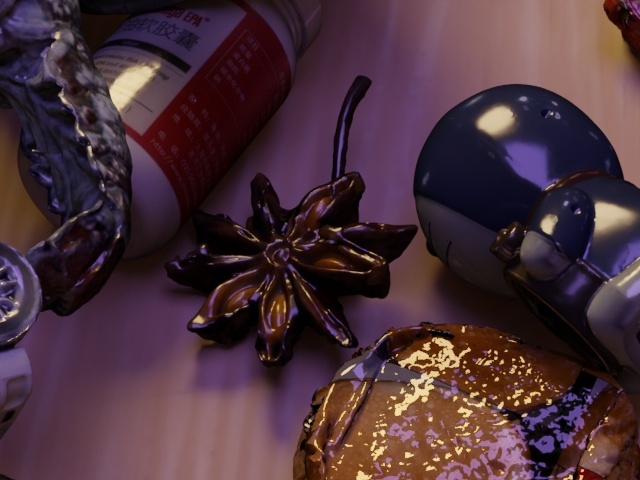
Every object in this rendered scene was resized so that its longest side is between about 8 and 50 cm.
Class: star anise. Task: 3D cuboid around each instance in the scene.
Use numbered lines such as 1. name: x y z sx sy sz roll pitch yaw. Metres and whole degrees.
1. star anise: 0.001 -0.003 1.170 0.234 0.073 0.177 -43 56 -10

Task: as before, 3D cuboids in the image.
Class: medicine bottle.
1. medicine bottle: -0.105 -0.109 1.214 0.131 0.131 0.250 26 56 14

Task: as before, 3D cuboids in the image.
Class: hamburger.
1. hamburger: 0.092 0.154 1.051 0.231 0.107 0.231 0 55 0

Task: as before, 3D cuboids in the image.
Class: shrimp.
1. shrimp: -0.223 -0.136 1.073 0.166 0.221 0.410 -22 68 -35

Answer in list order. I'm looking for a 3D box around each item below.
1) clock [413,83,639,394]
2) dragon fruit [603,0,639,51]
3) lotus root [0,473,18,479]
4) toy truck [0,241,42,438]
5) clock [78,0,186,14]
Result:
1. clock: 0.168 -0.005 1.134 0.146 0.199 0.243 -47 50 2
2. dragon fruit: 0.283 -0.186 1.354 0.126 0.068 0.112 16 63 -9
3. lotus root: -0.216 0.281 0.852 0.250 0.250 0.346 11 49 3
4. toy truck: -0.337 -0.025 0.957 0.207 0.173 0.387 -22 73 -37
5. clock: -0.109 -0.343 1.253 0.386 0.076 0.386 -15 52 20
